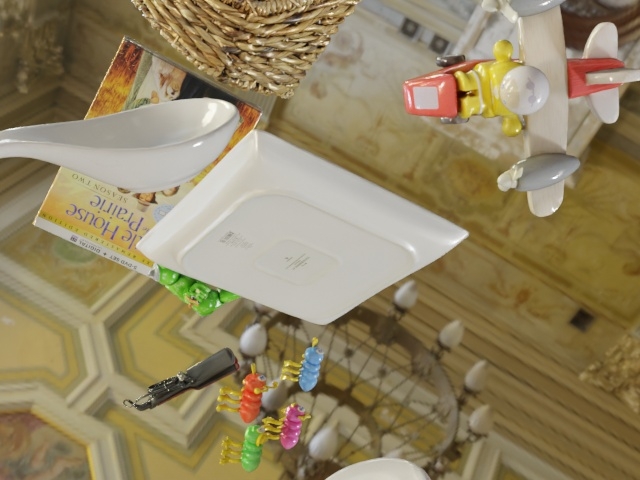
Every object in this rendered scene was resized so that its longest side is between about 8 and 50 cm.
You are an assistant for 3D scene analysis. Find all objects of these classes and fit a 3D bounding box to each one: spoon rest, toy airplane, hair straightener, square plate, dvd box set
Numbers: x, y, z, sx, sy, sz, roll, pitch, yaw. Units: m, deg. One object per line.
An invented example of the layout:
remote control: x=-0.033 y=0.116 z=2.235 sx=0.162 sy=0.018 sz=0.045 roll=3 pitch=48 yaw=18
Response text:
spoon rest: x=-0.194 y=-0.064 z=0.672 sx=0.276 sy=0.084 sz=0.137 roll=-27 pitch=-150 yaw=-20
toy airplane: x=0.397 y=-0.285 z=1.551 sx=0.386 sy=0.384 sz=0.272 roll=40 pitch=-162 yaw=-3
hair straightener: x=-0.269 y=0.262 z=1.595 sx=0.230 sy=0.089 sz=0.047 roll=-21 pitch=-119 yaw=-6
square plate: x=-0.035 y=0.014 z=1.165 sx=0.344 sy=0.347 sz=0.049 roll=23 pitch=-127 yaw=-27
dvd box set: x=-0.348 y=-0.152 z=1.691 sx=0.308 sy=0.420 sz=0.062 roll=27 pitch=-168 yaw=-17

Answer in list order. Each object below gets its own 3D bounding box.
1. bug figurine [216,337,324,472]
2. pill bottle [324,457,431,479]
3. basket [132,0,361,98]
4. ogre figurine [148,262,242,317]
bug figurine: x=-0.078 y=0.298 z=1.509 sx=0.072 sy=0.216 sz=0.279 roll=20 pitch=-162 yaw=27
pill bottle: x=0.132 y=0.574 z=1.365 sx=0.224 sy=0.392 sz=0.224 roll=-18 pitch=-161 yaw=7
basket: x=-0.117 y=-0.369 z=1.109 sx=0.299 sy=0.223 sz=0.213 roll=51 pitch=-154 yaw=24
ogre figurine: x=-0.189 y=0.049 z=1.340 sx=0.097 sy=0.118 sz=0.197 roll=39 pitch=174 yaw=31
